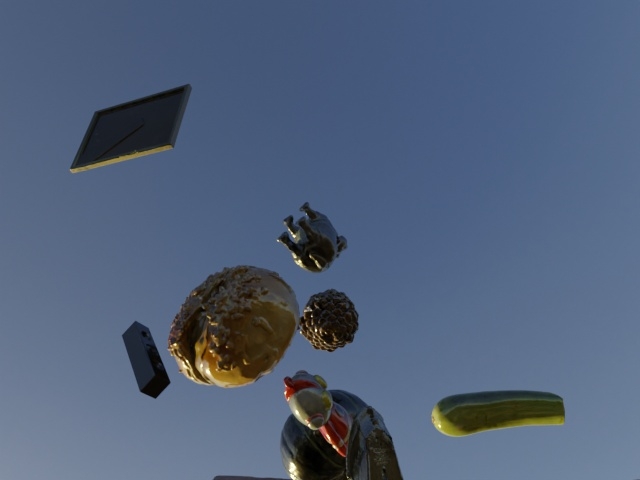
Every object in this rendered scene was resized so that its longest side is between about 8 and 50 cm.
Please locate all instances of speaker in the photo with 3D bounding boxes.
[{"bbox_3d":[-0.348,0.232,1.078,0.046,0.191,0.040,-47,-52,-1],"label":"speaker"}]

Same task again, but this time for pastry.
[{"bbox_3d":[-0.197,0.165,1.155,0.184,0.316,0.284,50,-118,-28],"label":"pastry"}]

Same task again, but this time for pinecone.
[{"bbox_3d":[0.027,0.242,1.711,0.179,0.204,0.184,-19,-54,15],"label":"pinecone"}]

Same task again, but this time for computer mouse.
[{"bbox_3d":[0.086,0.383,0.925,0.062,0.192,0.106,-29,-35,33],"label":"computer mouse"}]

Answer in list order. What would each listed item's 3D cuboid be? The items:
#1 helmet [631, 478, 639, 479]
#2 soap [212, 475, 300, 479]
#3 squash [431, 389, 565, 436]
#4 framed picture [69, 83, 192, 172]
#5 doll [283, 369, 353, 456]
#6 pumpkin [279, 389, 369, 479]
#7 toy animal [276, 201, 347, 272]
[{"bbox_3d":[0.560,0.458,0.777,0.257,0.205,0.140,32,-109,-9],"label":"helmet"},{"bbox_3d":[-0.118,0.708,1.340,0.286,0.107,0.296,-1,-55,10],"label":"soap"},{"bbox_3d":[0.343,0.337,1.070,0.250,0.083,0.083,-5,-57,2],"label":"squash"},{"bbox_3d":[-0.393,-0.234,1.132,0.250,0.184,0.016,-11,-38,18],"label":"framed picture"},{"bbox_3d":[0.001,0.313,1.009,0.076,0.142,0.245,-31,-52,4],"label":"doll"},{"bbox_3d":[0.033,0.613,1.651,0.323,0.241,0.323,-21,-54,-32],"label":"pumpkin"},{"bbox_3d":[-0.009,-0.014,1.414,0.106,0.343,0.168,-38,-91,13],"label":"toy animal"}]
